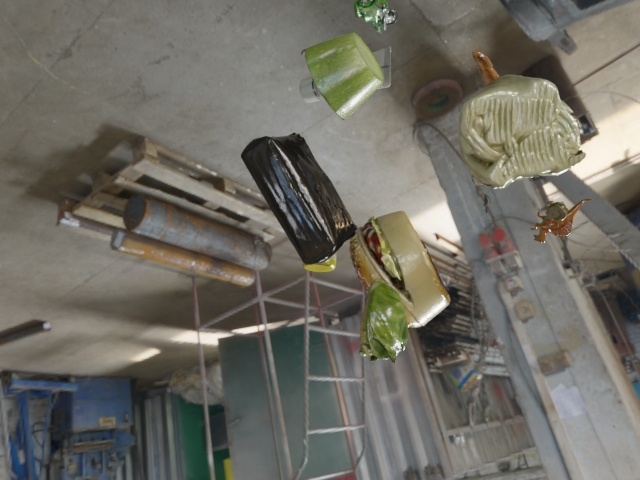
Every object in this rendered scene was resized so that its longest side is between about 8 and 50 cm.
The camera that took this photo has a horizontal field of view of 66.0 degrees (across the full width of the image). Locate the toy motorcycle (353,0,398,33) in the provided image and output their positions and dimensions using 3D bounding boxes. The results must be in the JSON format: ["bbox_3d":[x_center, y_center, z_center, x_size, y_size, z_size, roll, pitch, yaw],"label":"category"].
[{"bbox_3d":[0.181,-0.795,1.706,0.190,0.074,0.106,19,141,-40],"label":"toy motorcycle"}]

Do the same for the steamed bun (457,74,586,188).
[{"bbox_3d":[0.604,-0.327,1.540,0.346,0.394,0.237,-61,-179,16],"label":"steamed bun"}]

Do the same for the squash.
[{"bbox_3d":[0.049,-0.353,1.033,0.123,0.170,0.170,-28,151,26],"label":"squash"}]

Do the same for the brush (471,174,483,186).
[{"bbox_3d":[0.739,-0.274,1.876,0.327,0.070,0.065,-13,-175,11],"label":"brush"}]

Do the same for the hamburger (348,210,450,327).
[{"bbox_3d":[0.181,0.070,1.187,0.176,0.300,0.300,-29,153,8],"label":"hamburger"}]

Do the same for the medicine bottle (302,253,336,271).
[{"bbox_3d":[0.000,0.000,1.805,0.122,0.212,0.122,3,163,1],"label":"medicine bottle"}]

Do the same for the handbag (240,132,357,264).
[{"bbox_3d":[-0.021,-0.090,0.914,0.080,0.247,0.223,-29,-176,23],"label":"handbag"}]

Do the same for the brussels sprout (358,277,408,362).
[{"bbox_3d":[0.124,0.157,0.978,0.100,0.181,0.139,7,136,22],"label":"brussels sprout"}]

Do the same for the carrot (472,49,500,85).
[{"bbox_3d":[0.584,-0.567,1.700,0.059,0.059,0.248,-26,131,25],"label":"carrot"}]

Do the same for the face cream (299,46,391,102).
[{"bbox_3d":[0.078,-0.515,1.571,0.314,0.143,0.089,-7,161,33],"label":"face cream"}]

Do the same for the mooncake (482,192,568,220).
[{"bbox_3d":[0.619,-0.102,1.552,0.057,0.347,0.150,-24,124,-18],"label":"mooncake"}]

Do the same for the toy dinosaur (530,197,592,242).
[{"bbox_3d":[0.807,-0.064,1.664,0.057,0.142,0.212,-18,-171,-35],"label":"toy dinosaur"}]
